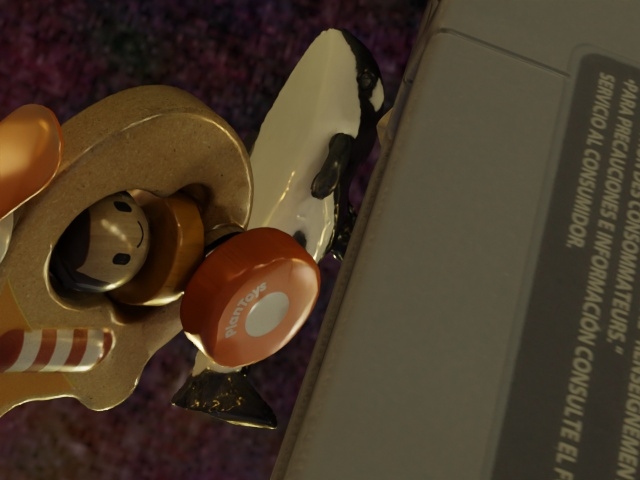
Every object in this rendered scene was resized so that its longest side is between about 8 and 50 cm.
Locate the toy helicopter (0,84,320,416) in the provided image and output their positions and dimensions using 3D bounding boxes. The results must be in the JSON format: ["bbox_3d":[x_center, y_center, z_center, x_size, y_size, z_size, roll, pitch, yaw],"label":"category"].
[{"bbox_3d":[-0.183,0.054,0.913,0.140,0.355,0.235,44,177,33],"label":"toy helicopter"}]

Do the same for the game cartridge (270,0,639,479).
[{"bbox_3d":[0.090,0.056,0.354,0.198,0.297,0.062,24,134,-4],"label":"game cartridge"}]

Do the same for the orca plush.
[{"bbox_3d":[0.000,0.000,1.165,0.102,0.287,0.151,26,150,-26],"label":"orca plush"}]

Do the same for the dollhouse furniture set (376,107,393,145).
[{"bbox_3d":[0.051,-0.110,0.817,0.081,0.114,0.091,42,169,21],"label":"dollhouse furniture set"}]
